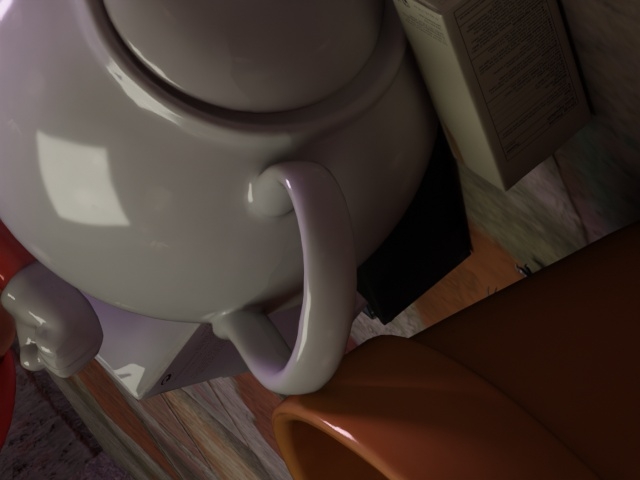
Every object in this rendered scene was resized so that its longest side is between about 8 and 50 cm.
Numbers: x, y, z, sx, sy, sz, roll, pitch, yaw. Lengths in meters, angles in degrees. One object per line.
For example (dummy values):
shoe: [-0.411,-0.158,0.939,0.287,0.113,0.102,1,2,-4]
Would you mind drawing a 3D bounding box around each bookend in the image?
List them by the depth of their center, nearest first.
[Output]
bookend: [0.004,-0.054,1.116,0.156,0.072,0.157,46,169,30]

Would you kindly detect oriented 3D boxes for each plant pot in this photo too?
plant pot: [0.145,0.124,0.874,0.291,0.203,0.291,45,165,15]

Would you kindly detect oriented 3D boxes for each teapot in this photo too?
teapot: [-0.045,-0.089,0.871,0.256,0.252,0.187,37,152,0]

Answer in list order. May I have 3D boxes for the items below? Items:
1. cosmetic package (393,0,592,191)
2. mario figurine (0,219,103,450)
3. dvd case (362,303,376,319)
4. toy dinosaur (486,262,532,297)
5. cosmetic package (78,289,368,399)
cosmetic package: [0.077,-0.084,0.843,0.041,0.060,0.115,38,161,42]
mario figurine: [-0.241,0.009,0.999,0.198,0.170,0.321,10,121,39]
dvd case: [0.000,0.000,1.392,0.087,0.013,0.119,37,160,42]
toy dinosaur: [0.105,0.053,1.087,0.047,0.090,0.082,37,120,9]
cosmetic package: [-0.154,-0.070,1.210,0.377,0.097,0.284,42,-165,15]
